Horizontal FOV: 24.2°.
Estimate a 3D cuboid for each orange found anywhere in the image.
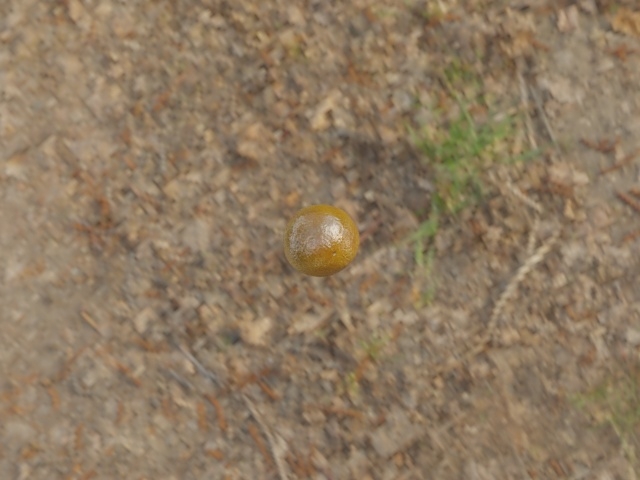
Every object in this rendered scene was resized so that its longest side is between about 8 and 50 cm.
[{"bbox_3d":[0.000,0.000,1.524,0.085,0.085,0.085,-12,54,18],"label":"orange"}]
